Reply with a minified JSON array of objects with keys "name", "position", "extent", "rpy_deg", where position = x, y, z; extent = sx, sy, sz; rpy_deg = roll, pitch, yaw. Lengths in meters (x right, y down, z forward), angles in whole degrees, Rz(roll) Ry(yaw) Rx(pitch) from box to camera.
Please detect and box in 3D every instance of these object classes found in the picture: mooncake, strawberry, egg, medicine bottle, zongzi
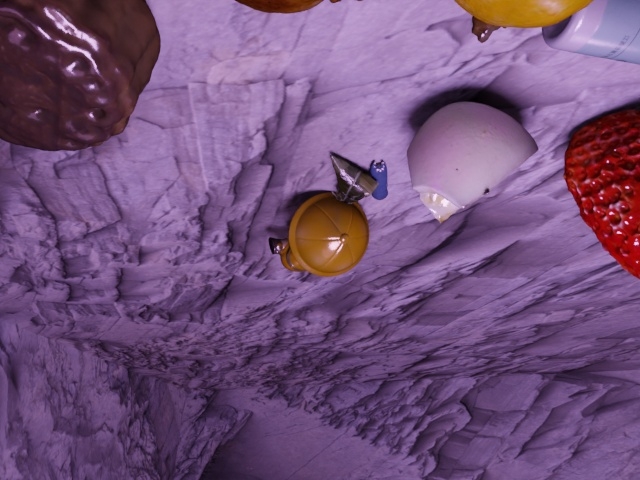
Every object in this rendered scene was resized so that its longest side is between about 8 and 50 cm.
[{"name":"mooncake","position":[-0.401,-0.272,0.778],"extent":[0.324,0.187,0.324],"rpy_deg":[4,150,2]},{"name":"strawberry","position":[0.589,-0.071,0.922],"extent":[0.292,0.310,0.291],"rpy_deg":[-7,123,-11]},{"name":"egg","position":[0.243,-0.151,0.961],"extent":[0.206,0.161,0.271],"rpy_deg":[-39,176,10]},{"name":"medicine bottle","position":[0.480,-0.280,0.732],"extent":[0.352,0.110,0.110],"rpy_deg":[8,152,-7]},{"name":"zongzi","position":[0.045,-0.127,1.153],"extent":[0.119,0.055,0.109],"rpy_deg":[35,156,-16]}]

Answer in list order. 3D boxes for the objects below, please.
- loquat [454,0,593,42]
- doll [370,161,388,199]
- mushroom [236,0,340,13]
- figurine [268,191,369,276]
[{"name":"loquat","position":[0.214,-0.322,0.594],"extent":[0.213,0.213,0.246],"rpy_deg":[6,149,-4]},{"name":"doll","position":[0.123,-0.125,1.163],"extent":[0.037,0.027,0.125],"rpy_deg":[0,149,6]},{"name":"mushroom","position":[-0.036,-0.351,0.575],"extent":[0.283,0.195,0.263],"rpy_deg":[17,144,-23]},{"name":"figurine","position":[0.001,0.005,1.276],"extent":[0.192,0.167,0.257],"rpy_deg":[2,158,-27]}]
